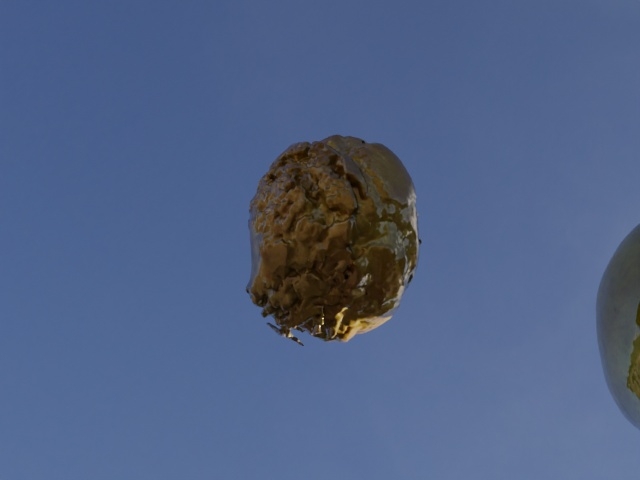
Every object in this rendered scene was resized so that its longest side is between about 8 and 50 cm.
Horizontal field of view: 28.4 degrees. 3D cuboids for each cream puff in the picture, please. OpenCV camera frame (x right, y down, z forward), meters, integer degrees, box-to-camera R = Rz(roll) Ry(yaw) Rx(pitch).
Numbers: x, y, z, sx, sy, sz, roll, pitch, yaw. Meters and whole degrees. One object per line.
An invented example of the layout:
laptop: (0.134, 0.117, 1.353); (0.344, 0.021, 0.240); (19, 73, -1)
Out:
cream puff: (0.000, 0.000, 1.119); (0.129, 0.189, 0.189); (1, -36, -33)

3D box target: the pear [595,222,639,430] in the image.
pear: (0.369, 0.073, 1.107); (0.253, 0.253, 0.307); (34, -12, -3)
